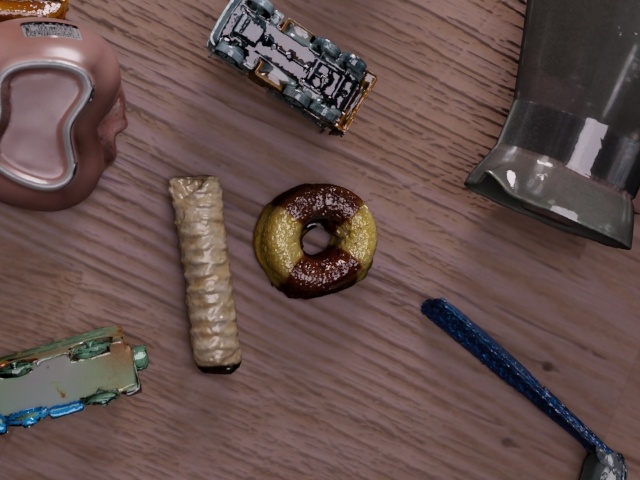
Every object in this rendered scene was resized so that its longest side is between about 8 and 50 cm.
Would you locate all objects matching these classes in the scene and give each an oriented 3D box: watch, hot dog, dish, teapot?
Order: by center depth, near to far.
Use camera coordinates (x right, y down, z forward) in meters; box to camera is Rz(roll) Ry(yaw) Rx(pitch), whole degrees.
[{"bbox_3d":[-0.292,-0.127,1.701,0.213,0.090,0.213,-3,102,-13],"label":"dish"},{"bbox_3d":[-0.346,-0.254,1.735,0.165,0.045,0.071,1,87,-14],"label":"hot dog"},{"bbox_3d":[0.324,-0.176,1.824,0.300,0.253,0.344,22,91,-44],"label":"teapot"},{"bbox_3d":[0.216,0.228,1.866,0.274,0.068,0.276,14,86,-9],"label":"watch"}]

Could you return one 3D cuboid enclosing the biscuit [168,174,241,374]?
[{"bbox_3d":[-0.125,0.037,1.781,0.061,0.055,0.219,-6,90,-4],"label":"biscuit"}]

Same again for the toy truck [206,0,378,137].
[{"bbox_3d":[-0.040,-0.190,1.775,0.177,0.115,0.080,33,82,-12],"label":"toy truck"}]

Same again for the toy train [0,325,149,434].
[{"bbox_3d":[-0.272,0.146,1.720,0.188,0.099,0.072,-16,96,-15],"label":"toy train"}]

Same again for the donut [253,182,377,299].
[{"bbox_3d":[0.000,0.000,1.813,0.140,0.059,0.140,1,85,-15],"label":"donut"}]
